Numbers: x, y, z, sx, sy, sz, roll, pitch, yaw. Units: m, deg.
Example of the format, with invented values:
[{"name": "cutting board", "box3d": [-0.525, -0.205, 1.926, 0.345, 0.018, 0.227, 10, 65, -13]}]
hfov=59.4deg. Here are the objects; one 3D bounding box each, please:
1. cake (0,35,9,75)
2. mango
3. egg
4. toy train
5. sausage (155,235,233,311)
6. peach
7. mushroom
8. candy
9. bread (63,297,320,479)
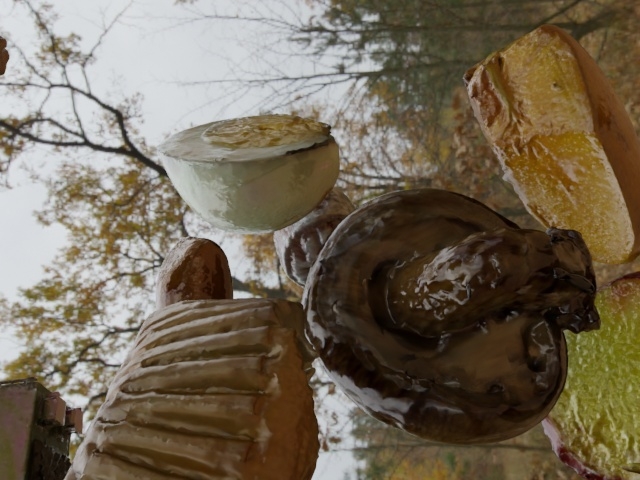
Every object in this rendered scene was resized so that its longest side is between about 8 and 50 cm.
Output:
[{"name": "cake", "box3d": [-0.488, -0.174, 0.501, 0.255, 0.282, 0.290, 67, -156, -72]}, {"name": "mango", "box3d": [0.337, -0.128, 0.764, 0.349, 0.199, 0.201, 58, 167, 4]}, {"name": "egg", "box3d": [-0.126, -0.110, 1.042, 0.337, 0.338, 0.200, -56, -36, -62]}, {"name": "toy train", "box3d": [-0.364, 0.271, 0.588, 0.134, 0.178, 0.260, 93, 171, -57]}, {"name": "sausage", "box3d": [-0.160, 0.125, 0.668, 0.109, 0.109, 0.270, 56, -144, -64]}, {"name": "peach", "box3d": [0.597, 0.252, 0.996, 0.310, 0.335, 0.405, 15, -85, -35]}, {"name": "mushroom", "box3d": [0.136, 0.071, 0.578, 0.195, 0.283, 0.263, 33, -127, -46]}, {"name": "candy", "box3d": [0.000, 0.000, 1.318, 0.289, 0.215, 0.157, 80, 166, -53]}, {"name": "bread", "box3d": [-0.093, 0.158, 0.400, 0.274, 0.150, 0.273, -162, 90, -78]}]
